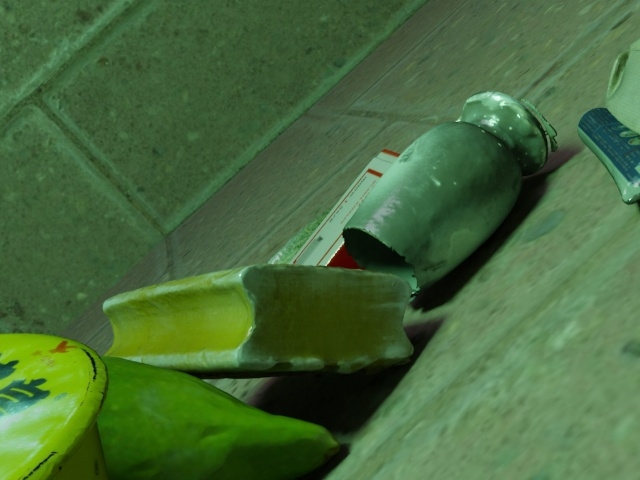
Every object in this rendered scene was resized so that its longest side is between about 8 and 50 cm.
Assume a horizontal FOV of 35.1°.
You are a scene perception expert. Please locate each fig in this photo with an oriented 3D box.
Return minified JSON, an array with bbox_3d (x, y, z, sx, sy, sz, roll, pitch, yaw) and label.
[{"bbox_3d":[-0.123,0.171,0.768,0.275,0.206,0.206,-15,15,3],"label":"fig"}]

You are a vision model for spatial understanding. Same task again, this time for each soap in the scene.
[{"bbox_3d":[-0.066,0.078,0.885,0.274,0.173,0.089,-13,74,55],"label":"soap"}]

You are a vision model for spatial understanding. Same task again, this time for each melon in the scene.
[{"bbox_3d":[0.000,-0.001,1.318,0.182,0.054,0.098,-46,-2,-18],"label":"melon"}]

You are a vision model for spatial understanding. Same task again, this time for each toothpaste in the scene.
[{"bbox_3d":[0.242,-0.074,0.814,0.057,0.035,0.197,-30,19,10],"label":"toothpaste"}]

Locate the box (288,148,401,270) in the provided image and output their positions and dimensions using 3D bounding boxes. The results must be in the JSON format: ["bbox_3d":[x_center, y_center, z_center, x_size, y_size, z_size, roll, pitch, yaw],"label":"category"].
[{"bbox_3d":[0.025,0.008,1.075,0.229,0.050,0.123,-52,16,1],"label":"box"}]

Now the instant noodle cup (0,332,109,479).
[{"bbox_3d":[-0.231,0.229,0.534,0.325,0.254,0.325,-13,17,4],"label":"instant noodle cup"}]

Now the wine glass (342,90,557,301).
[{"bbox_3d":[0.114,-0.042,0.917,0.204,0.111,0.111,-45,13,-23],"label":"wine glass"}]

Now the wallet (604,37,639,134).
[{"bbox_3d":[0.348,-0.157,0.721,0.335,0.068,0.275,-34,17,5],"label":"wallet"}]
